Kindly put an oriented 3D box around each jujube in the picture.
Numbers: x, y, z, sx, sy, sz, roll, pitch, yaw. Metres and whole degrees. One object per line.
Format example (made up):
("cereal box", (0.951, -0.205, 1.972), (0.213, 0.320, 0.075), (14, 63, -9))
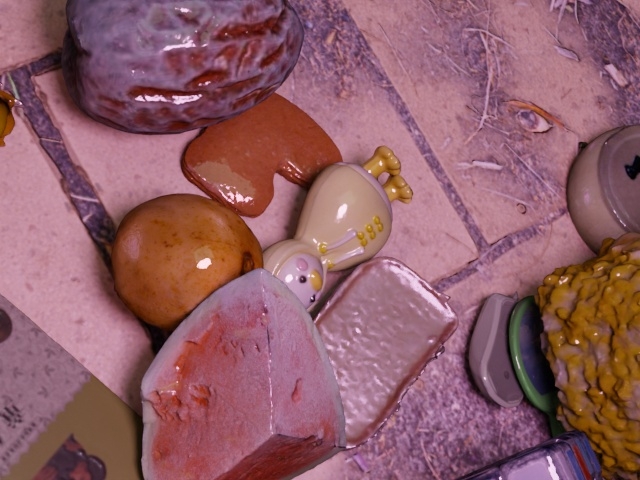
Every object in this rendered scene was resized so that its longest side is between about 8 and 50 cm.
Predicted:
("jujube", (-0.171, -0.255, 1.528), (0.307, 0.215, 0.246), (-9, 45, -21))

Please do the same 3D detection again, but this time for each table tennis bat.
("table tennis bat", (0.318, 0.200, 1.636), (0.160, 0.039, 0.257), (-4, 79, -48))

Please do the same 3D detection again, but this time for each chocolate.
("chocolate", (0.048, 0.146, 1.533), (0.161, 0.083, 0.261), (44, 70, 1))

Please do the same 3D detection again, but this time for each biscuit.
("biscuit", (-0.071, -0.107, 1.615), (0.186, 0.036, 0.192), (41, 60, -5))

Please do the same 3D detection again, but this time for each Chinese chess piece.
("Chinese chess piece", (0.480, -0.066, 1.812), (0.237, 0.092, 0.238), (9, 66, -20))

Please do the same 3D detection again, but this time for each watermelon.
("watermelon", (-0.095, 0.198, 1.370), (0.256, 0.260, 0.176), (51, 22, -17))

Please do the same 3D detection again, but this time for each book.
("book", (-0.331, 0.234, 1.355), (0.352, 0.035, 0.239), (41, 56, -4))

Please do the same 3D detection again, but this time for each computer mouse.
("computer mouse", (0.240, 0.145, 1.634), (0.089, 0.056, 0.182), (40, 50, -31))

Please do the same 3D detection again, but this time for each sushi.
("sushi", (0.484, 0.135, 1.585), (0.396, 0.240, 0.352), (-13, 93, -36))

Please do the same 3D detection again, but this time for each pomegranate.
("pomegranate", (-0.167, 0.032, 1.441), (0.196, 0.196, 0.196), (9, 66, -21))

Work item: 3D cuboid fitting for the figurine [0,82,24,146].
("figurine", (-0.437, -0.113, 1.430), (0.122, 0.121, 0.176), (7, 74, 9))

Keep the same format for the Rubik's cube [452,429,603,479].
("Rubik's cube", (0.202, 0.396, 1.320), (0.293, 0.292, 0.287), (-25, 78, 12))

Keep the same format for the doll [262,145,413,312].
("doll", (0.009, 0.003, 1.554), (0.296, 0.117, 0.141), (-54, 140, -28))
